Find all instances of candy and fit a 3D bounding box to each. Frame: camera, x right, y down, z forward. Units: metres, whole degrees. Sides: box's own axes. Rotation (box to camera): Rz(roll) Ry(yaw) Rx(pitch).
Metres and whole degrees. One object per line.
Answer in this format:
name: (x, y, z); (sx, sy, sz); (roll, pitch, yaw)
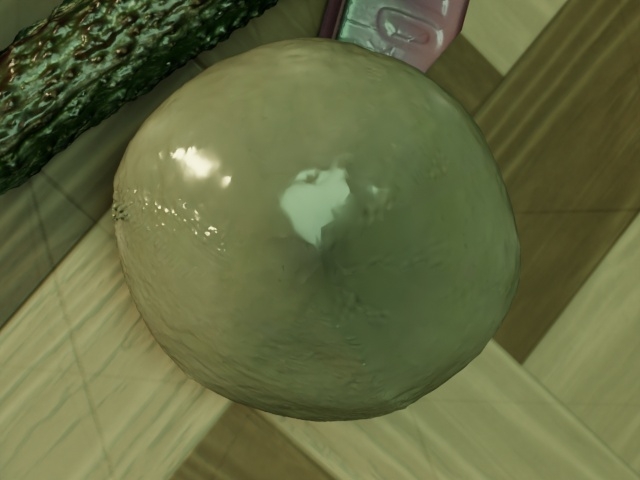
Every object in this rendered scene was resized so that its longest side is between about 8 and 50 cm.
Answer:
candy: (0.000, 0.000, 0.853); (0.295, 0.185, 0.296); (-2, 101, -8)

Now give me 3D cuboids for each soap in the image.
soap: (0.061, -0.186, 0.950); (0.100, 0.056, 0.149); (18, 85, -19)

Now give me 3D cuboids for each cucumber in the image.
cucumber: (-0.139, -0.146, 0.873); (0.359, 0.096, 0.096); (-36, 100, -12)
